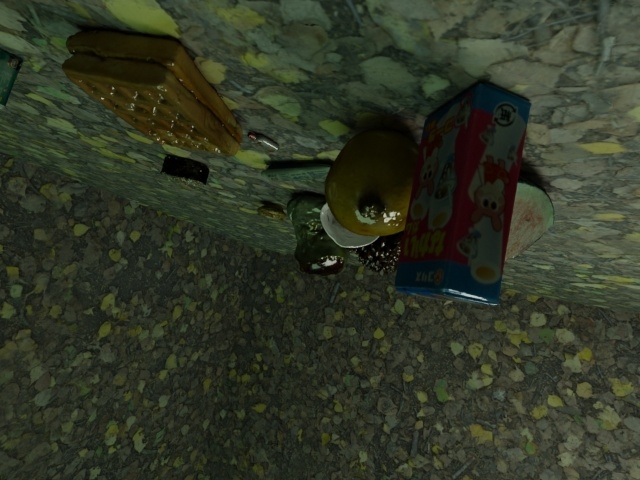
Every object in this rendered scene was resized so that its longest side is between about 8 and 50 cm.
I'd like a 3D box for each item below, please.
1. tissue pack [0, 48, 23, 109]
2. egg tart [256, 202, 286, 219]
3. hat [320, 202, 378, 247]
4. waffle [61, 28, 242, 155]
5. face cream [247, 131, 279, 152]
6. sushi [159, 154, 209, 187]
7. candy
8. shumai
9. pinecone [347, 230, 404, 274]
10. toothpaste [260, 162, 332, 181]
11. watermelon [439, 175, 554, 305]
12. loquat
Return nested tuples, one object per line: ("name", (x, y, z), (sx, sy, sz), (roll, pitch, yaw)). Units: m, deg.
("tissue pack", (-0.701, -0.347, 0.900), (0.079, 0.111, 0.085), (7, 169, 46))
("egg tart", (-0.198, -0.121, 1.749), (0.130, 0.052, 0.130), (12, 171, 2))
("hat", (0.087, -0.081, 1.244), (0.203, 0.203, 0.126), (16, -172, -16))
("waffle", (-0.302, -0.268, 0.837), (0.224, 0.098, 0.327), (14, 171, 12))
("face cream", (-0.139, -0.237, 1.019), (0.040, 0.021, 0.083), (4, 166, 45))
("sushi", (-0.444, -0.223, 1.399), (0.150, 0.078, 0.090), (13, 172, -1))
("candy", (0.212, -0.060, 0.653), (0.100, 0.306, 0.157), (16, 171, -15))
("shumai", (0.000, 0.000, 1.522), (0.309, 0.263, 0.304), (16, 169, -16))
("pinecone", (0.186, -0.006, 1.361), (0.221, 0.221, 0.221), (14, 171, 2))
("toothpaste", (-0.058, -0.185, 1.143), (0.268, 0.047, 0.069), (5, 149, 35))
("watermelon", (0.304, -0.042, 0.902), (0.283, 0.292, 0.250), (6, 139, 46))
("loquat", (0.107, -0.099, 0.809), (0.213, 0.213, 0.246), (13, -150, 8))
